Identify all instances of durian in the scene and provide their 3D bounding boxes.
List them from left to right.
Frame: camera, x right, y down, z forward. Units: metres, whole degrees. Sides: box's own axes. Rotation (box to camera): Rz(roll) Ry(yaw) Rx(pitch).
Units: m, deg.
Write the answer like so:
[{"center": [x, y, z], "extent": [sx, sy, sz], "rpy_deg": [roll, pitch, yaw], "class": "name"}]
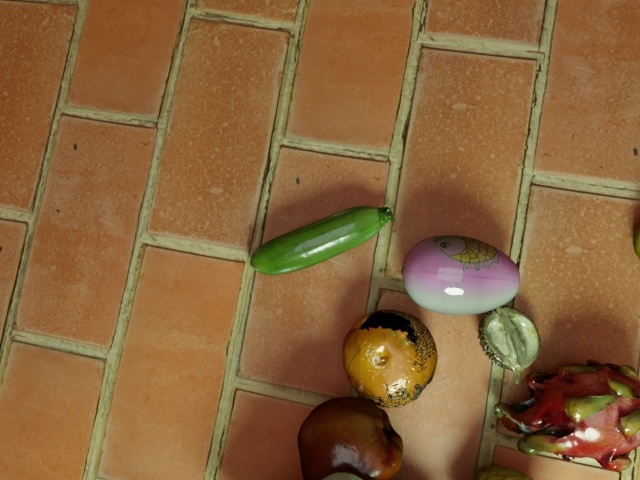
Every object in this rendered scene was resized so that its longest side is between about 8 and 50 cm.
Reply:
[{"center": [0.446, 0.251, 1.179], "extent": [0.149, 0.091, 0.188], "rpy_deg": [-7, 73, -14], "class": "durian"}]

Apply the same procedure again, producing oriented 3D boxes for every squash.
[{"center": [0.000, 0.000, 1.254], "extent": [0.395, 0.107, 0.107], "rpy_deg": [-21, 82, 4], "class": "squash"}]

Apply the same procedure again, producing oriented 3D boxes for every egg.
[{"center": [0.332, 0.085, 1.165], "extent": [0.272, 0.196, 0.196], "rpy_deg": [7, 85, -11], "class": "egg"}]

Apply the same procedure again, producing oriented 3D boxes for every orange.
[{"center": [0.163, 0.281, 1.174], "extent": [0.235, 0.182, 0.234], "rpy_deg": [-2, 85, 20], "class": "orange"}]

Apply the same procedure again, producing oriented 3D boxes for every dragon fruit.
[{"center": [0.579, 0.392, 1.092], "extent": [0.243, 0.307, 0.227], "rpy_deg": [6, 64, -33], "class": "dragon fruit"}]

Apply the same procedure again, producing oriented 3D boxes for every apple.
[{"center": [0.060, 0.463, 1.092], "extent": [0.234, 0.234, 0.233], "rpy_deg": [-1, 84, 7], "class": "apple"}]

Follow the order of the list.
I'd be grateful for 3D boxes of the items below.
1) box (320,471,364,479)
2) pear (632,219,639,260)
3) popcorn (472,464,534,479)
[{"center": [0.051, 0.666, 1.021], "extent": [0.367, 0.090, 0.373], "rpy_deg": [41, 118, -16], "class": "box"}, {"center": [0.817, -0.005, 1.138], "extent": [0.149, 0.149, 0.162], "rpy_deg": [26, 100, 9], "class": "pear"}, {"center": [0.405, 0.631, 1.057], "extent": [0.235, 0.241, 0.250], "rpy_deg": [18, 73, 27], "class": "popcorn"}]
